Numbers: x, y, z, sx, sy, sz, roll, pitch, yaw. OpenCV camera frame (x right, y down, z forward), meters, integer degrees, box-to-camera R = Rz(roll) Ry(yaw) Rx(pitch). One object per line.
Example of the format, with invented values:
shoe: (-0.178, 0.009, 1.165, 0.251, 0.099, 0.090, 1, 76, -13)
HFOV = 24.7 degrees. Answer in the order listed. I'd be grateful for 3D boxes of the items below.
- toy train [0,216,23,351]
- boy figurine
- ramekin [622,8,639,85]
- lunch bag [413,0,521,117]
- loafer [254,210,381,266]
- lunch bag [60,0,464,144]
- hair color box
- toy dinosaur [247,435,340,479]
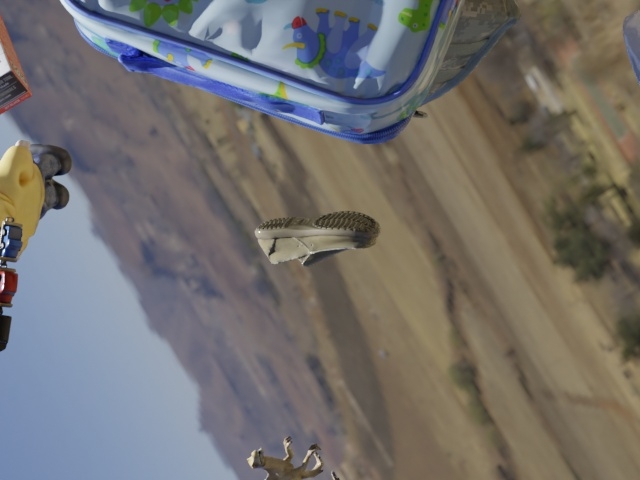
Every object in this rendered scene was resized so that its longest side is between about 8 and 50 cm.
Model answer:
toy train: (-0.365, 0.051, 1.684, 0.036, 0.027, 0.158, -4, 78, 54)
boy figurine: (-0.443, -0.048, 2.085, 0.285, 0.092, 0.177, -53, -27, -66)
ramekin: (0.446, -0.150, 1.527, 0.277, 0.135, 0.277, 41, -149, -32)
lunch bag: (0.025, -0.217, 1.504, 0.287, 0.235, 0.169, 134, 134, -54)
loafer: (0.000, 0.000, 1.620, 0.056, 0.148, 0.050, -44, -51, -55)
lunch bag: (-0.027, -0.158, 0.810, 0.219, 0.176, 0.090, 18, 170, 7)
hair color box: (-0.412, -0.215, 1.739, 0.167, 0.093, 0.053, 62, -176, 40)
toy dinosaur: (-0.027, 0.291, 1.707, 0.183, 0.092, 0.053, 62, 167, -27)
